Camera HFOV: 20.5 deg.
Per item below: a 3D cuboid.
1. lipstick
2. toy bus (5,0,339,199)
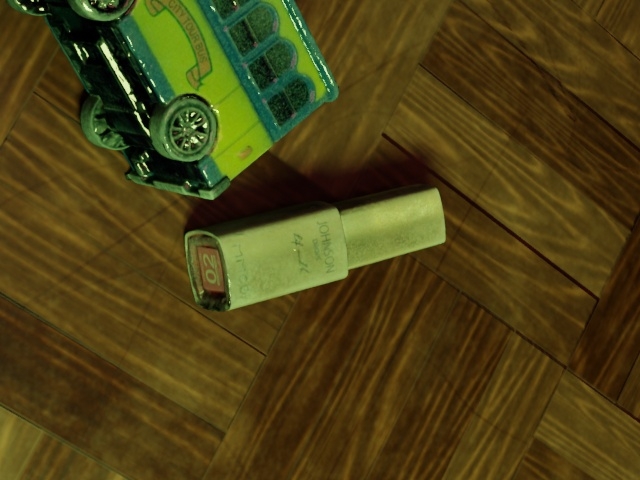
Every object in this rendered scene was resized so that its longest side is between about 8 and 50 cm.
[{"bbox_3d":[0.000,0.000,1.672,0.253,0.077,0.079,-16,101,-30],"label":"lipstick"},{"bbox_3d":[-0.140,-0.207,1.513,0.190,0.152,0.312,-41,119,-23],"label":"toy bus"}]
